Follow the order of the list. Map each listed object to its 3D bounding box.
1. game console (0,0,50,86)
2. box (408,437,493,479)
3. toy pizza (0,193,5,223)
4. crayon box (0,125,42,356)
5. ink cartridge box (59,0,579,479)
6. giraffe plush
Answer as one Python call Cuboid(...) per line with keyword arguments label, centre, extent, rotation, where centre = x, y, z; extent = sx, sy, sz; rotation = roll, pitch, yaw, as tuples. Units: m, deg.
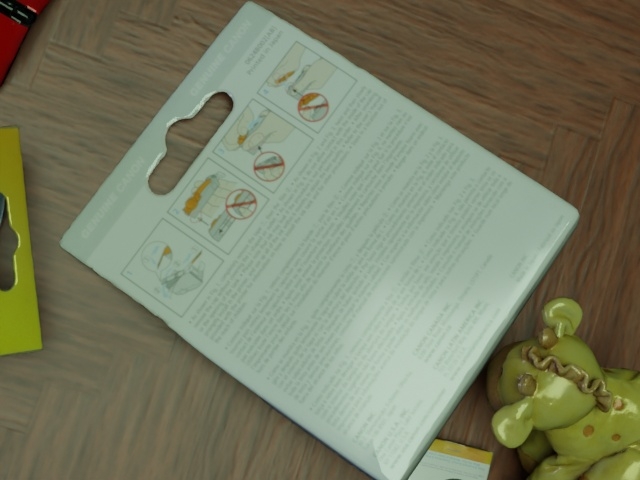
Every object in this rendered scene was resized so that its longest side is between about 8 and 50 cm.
Cuboid(label="game console", centre=(-0.325, -0.229, 0.990), extent=(0.144, 0.085, 0.124), rotation=(30, 112, -7))
Cuboid(label="box", centre=(0.110, 0.259, 1.035), extent=(0.081, 0.028, 0.136), rotation=(16, 85, -10))
Cuboid(label="toy pizza", centre=(-0.383, -0.042, 0.954), extent=(0.201, 0.032, 0.201), rotation=(0, 90, -13))
Cuboid(label="crayon box", centre=(-0.394, 0.015, 0.857), extent=(0.318, 0.081, 0.202), rotation=(-6, 91, -34))
Cuboid(label="ink cartridge box", centre=(0.000, 0.000, 1.022), extent=(0.385, 0.091, 0.308), rotation=(34, 80, 10))
Cuboid(label="giraffe plush", centre=(0.219, 0.148, 0.957), extent=(0.170, 0.210, 0.181), rotation=(31, 47, -24))
